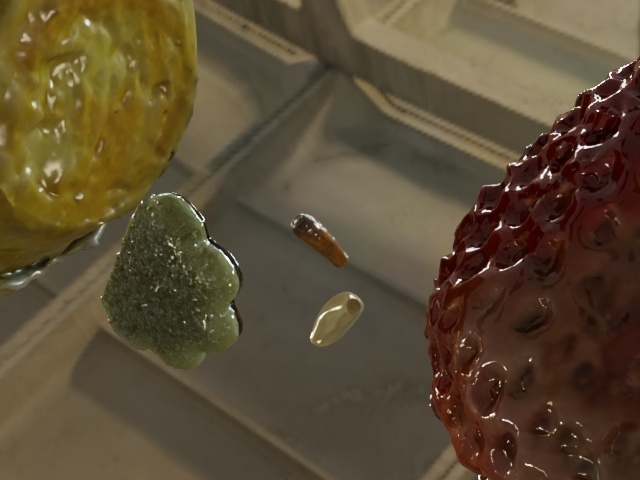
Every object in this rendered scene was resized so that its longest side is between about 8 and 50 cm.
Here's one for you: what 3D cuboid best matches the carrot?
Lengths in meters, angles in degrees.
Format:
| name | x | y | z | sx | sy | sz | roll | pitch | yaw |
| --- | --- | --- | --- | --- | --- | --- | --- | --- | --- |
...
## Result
| name | x | y | z | sx | sy | sz | roll | pitch | yaw |
| --- | --- | --- | --- | --- | --- | --- | --- | --- | --- |
| carrot | 0.000 | 0.000 | 1.461 | 0.032 | 0.093 | 0.032 | -26 | -139 | 26 |

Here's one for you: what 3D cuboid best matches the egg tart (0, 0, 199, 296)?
| name | x | y | z | sx | sy | sz | roll | pitch | yaw |
| --- | --- | --- | --- | --- | --- | --- | --- | --- | --- |
| egg tart | -0.214 | -0.131 | 0.890 | 0.169 | 0.388 | 0.388 | 19 | -125 | 33 |

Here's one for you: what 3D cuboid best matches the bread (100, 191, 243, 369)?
| name | x | y | z | sx | sy | sz | roll | pitch | yaw |
| --- | --- | --- | --- | --- | --- | --- | --- | --- | --- |
| bread | -0.196 | 0.075 | 1.649 | 0.207 | 0.286 | 0.056 | 35 | -137 | 14 |

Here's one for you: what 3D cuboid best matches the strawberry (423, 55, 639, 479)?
| name | x | y | z | sx | sy | sz | roll | pitch | yaw |
| --- | --- | --- | --- | --- | --- | --- | --- | --- | --- |
| strawberry | 0.197 | 0.029 | 0.779 | 0.265 | 0.149 | 0.336 | 21 | -83 | 23 |

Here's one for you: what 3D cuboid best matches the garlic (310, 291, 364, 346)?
| name | x | y | z | sx | sy | sz | roll | pitch | yaw |
| --- | --- | --- | --- | --- | --- | --- | --- | --- | --- |
| garlic | 0.023 | 0.087 | 1.413 | 0.041 | 0.083 | 0.053 | 44 | -137 | -1 |
